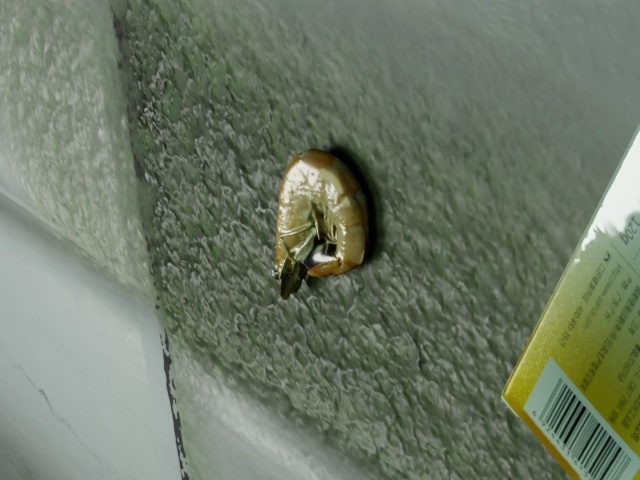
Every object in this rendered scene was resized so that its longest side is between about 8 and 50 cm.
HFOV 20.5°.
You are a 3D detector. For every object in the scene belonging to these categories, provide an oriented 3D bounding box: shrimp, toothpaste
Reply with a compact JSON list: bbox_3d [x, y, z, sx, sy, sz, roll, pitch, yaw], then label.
[{"bbox_3d":[0.000,0.000,0.897,0.059,0.023,0.108,37,141,25],"label":"shrimp"},{"bbox_3d":[0.150,-0.016,0.613,0.089,0.071,0.313,51,147,25],"label":"toothpaste"}]
